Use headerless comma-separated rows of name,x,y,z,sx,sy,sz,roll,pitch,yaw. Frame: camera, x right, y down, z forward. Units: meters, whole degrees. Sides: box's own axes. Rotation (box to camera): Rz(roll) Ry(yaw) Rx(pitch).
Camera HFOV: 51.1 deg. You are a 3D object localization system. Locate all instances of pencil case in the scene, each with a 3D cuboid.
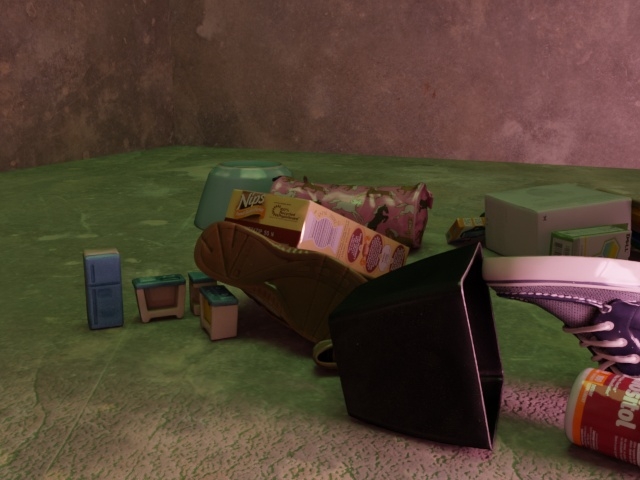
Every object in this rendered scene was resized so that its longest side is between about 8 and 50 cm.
pencil case,0.068,-0.070,1.595,0.386,0.167,0.160,6,-9,19

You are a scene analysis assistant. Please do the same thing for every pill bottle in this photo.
pill bottle,0.338,0.190,0.685,0.152,0.086,0.086,11,17,38

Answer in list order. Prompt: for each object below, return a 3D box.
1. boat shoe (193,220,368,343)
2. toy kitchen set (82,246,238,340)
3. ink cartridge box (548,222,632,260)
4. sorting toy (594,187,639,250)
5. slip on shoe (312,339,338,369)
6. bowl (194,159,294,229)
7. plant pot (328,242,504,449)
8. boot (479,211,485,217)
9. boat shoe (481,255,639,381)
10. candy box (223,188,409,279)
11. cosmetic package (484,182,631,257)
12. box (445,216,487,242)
boat shoe,-0.033,0.078,1.027,0.342,0.123,0.123,23,-10,21
toy kitchen set,-0.249,0.082,1.034,0.207,0.122,0.166,-6,15,-23
ink cartridge box,0.539,0.031,1.294,0.209,0.109,0.062,-6,15,-26
sorting toy,0.698,-0.023,1.448,0.038,0.193,0.208,-43,19,-4
slip on shoe,0.056,0.149,0.903,0.135,0.051,0.041,-2,-4,2
bowl,-0.187,-0.128,1.814,0.312,0.163,0.311,1,14,0
plant pot,0.115,0.123,0.795,0.167,0.188,0.187,-9,10,22
boot,0.522,-0.042,1.700,0.198,0.076,0.137,-19,24,-18
boat shoe,0.349,0.106,0.799,0.341,0.158,0.127,6,-4,-13
candy box,0.000,0.000,1.206,0.183,0.087,0.316,12,-7,40
cosmetic package,0.516,-0.034,1.476,0.224,0.138,0.225,-8,14,-12
box,0.377,-0.026,1.601,0.136,0.028,0.081,-2,-28,-13
